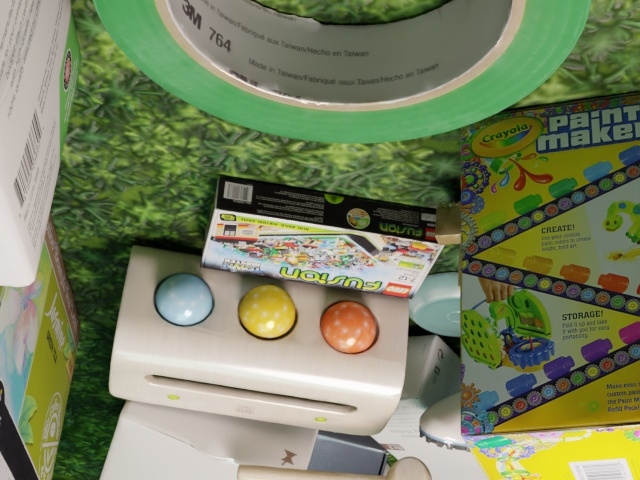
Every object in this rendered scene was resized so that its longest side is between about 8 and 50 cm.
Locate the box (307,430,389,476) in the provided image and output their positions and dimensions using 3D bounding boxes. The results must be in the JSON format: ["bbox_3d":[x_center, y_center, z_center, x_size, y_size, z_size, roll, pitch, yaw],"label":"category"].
[{"bbox_3d":[-0.043,0.256,1.571,0.233,0.059,0.183,14,133,1],"label":"box"}]

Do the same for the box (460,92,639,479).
[{"bbox_3d":[0.231,0.080,1.090,0.177,0.279,0.290,-7,148,18],"label":"box"}]

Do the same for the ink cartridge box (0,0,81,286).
[{"bbox_3d":[-0.244,-0.132,0.855,0.122,0.211,0.289,5,149,2],"label":"ink cartridge box"}]

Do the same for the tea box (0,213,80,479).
[{"bbox_3d":[-0.368,0.133,1.211,0.220,0.323,0.329,5,151,0],"label":"tea box"}]

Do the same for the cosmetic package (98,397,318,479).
[{"bbox_3d":[-0.140,0.273,1.463,0.197,0.155,0.365,24,134,-2],"label":"cosmetic package"}]

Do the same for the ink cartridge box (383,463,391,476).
[{"bbox_3d":[0.017,0.288,1.689,0.104,0.061,0.181,-6,148,18],"label":"ink cartridge box"}]

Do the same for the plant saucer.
[{"bbox_3d":[0.138,0.069,1.338,0.119,0.021,0.119,3,151,2],"label":"plant saucer"}]

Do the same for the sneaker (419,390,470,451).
[{"bbox_3d":[0.198,0.149,1.347,0.237,0.085,0.086,-15,115,-28],"label":"sneaker"}]

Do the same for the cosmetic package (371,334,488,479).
[{"bbox_3d":[0.127,0.195,1.455,0.117,0.085,0.231,-7,141,39],"label":"cosmetic package"}]

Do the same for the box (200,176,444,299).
[{"bbox_3d":[0.000,0.000,1.222,0.207,0.036,0.114,9,150,-8],"label":"box"}]

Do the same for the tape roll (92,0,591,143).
[{"bbox_3d":[0.013,-0.183,0.867,0.321,0.077,0.321,3,151,2],"label":"tape roll"}]

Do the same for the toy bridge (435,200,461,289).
[{"bbox_3d":[0.139,0.018,1.207,0.026,0.063,0.188,-7,147,18],"label":"toy bridge"}]

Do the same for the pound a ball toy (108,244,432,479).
[{"bbox_3d":[-0.038,0.127,1.266,0.319,0.208,0.135,10,147,-5],"label":"pound a ball toy"}]
